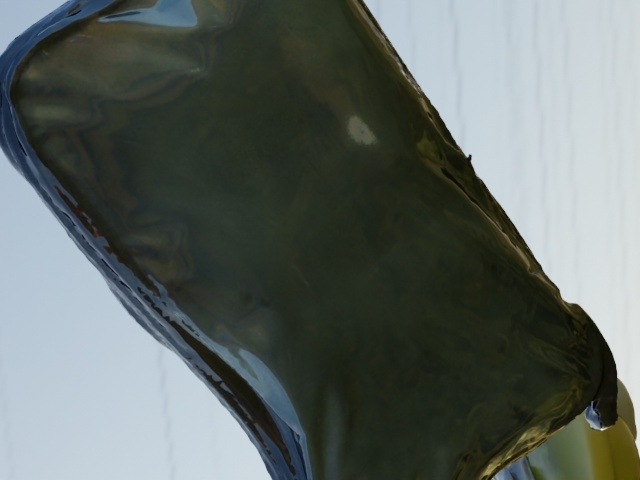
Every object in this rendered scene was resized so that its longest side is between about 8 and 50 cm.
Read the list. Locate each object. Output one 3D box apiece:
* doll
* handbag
[{"bbox_3d":[0.151,0.202,1.103,0.252,0.111,0.237,-94,20,-53],"label":"doll"},{"bbox_3d":[0.002,0.003,0.810,0.191,0.075,0.332,-41,-81,-23],"label":"handbag"}]
